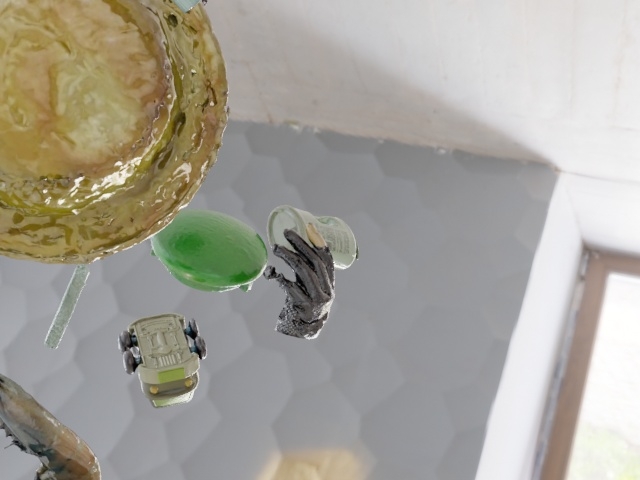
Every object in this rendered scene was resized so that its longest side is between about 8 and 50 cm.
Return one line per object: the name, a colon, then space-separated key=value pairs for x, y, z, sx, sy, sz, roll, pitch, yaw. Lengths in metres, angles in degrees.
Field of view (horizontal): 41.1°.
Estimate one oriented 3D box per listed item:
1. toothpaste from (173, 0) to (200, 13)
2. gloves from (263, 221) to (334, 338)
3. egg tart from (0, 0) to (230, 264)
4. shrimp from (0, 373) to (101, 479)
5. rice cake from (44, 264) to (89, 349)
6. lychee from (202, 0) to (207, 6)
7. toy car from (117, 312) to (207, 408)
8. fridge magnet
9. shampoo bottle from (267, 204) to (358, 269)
toothpaste: x=-0.226 y=-0.359 z=0.869 sx=0.075 sy=0.048 sz=0.297 roll=-26 pitch=113 yaw=38
gloves: x=-0.021 y=0.062 z=1.416 sx=0.106 sy=0.180 sz=0.129 roll=18 pitch=-170 yaw=36
egg tart: x=-0.317 y=-0.184 z=1.002 sx=0.443 sy=0.443 sz=0.178 roll=28 pitch=174 yaw=-15
shrimp: x=-0.410 y=0.266 z=1.070 sx=0.198 sy=0.051 sz=0.262 roll=-32 pitch=111 yaw=10
rice cake: x=-0.467 y=0.123 z=1.571 sx=0.029 sy=0.170 sz=0.033 roll=24 pitch=-171 yaw=-16
lychee: x=-0.227 y=-0.547 z=1.406 sx=0.306 sy=0.306 sz=0.330 roll=8 pitch=108 yaw=26
toy car: x=-0.391 y=0.319 z=2.143 sx=0.204 sy=0.248 sz=0.198 roll=-10 pitch=121 yaw=-16
fridge magnet: x=-0.195 y=0.016 z=1.500 sx=0.208 sy=0.208 sz=0.088 roll=21 pitch=124 yaw=0
shampoo bottle: x=0.000 y=0.000 z=1.715 sx=0.087 sy=0.118 sz=0.234 roll=-36 pitch=154 yaw=27
